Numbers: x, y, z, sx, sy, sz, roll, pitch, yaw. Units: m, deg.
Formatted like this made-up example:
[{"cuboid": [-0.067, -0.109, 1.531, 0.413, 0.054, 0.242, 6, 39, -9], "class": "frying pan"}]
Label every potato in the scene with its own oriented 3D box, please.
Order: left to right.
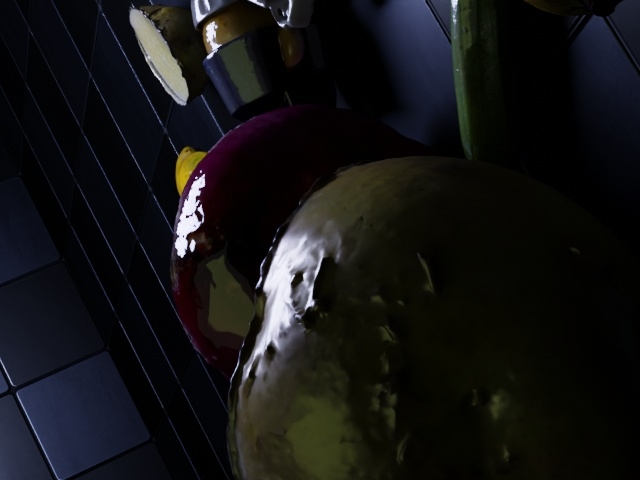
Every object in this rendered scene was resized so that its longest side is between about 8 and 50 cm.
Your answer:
[{"cuboid": [-0.201, -0.282, 2.154, 0.164, 0.081, 0.200, 64, 165, -19], "class": "potato"}, {"cuboid": [0.152, 0.148, 1.320, 0.319, 0.385, 0.442, 4, 129, 52], "class": "potato"}]

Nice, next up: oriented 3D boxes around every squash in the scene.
[{"cuboid": [0.155, -0.160, 1.410, 0.066, 0.066, 0.229, 40, 146, 51], "class": "squash"}]

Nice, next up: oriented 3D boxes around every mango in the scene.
[{"cuboid": [-0.185, -0.091, 2.329, 0.190, 0.075, 0.098, -147, 56, -66], "class": "mango"}]

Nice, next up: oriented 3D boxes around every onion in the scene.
[{"cuboid": [-0.023, 0.032, 1.655, 0.385, 0.348, 0.348, -16, 98, 59], "class": "onion"}]

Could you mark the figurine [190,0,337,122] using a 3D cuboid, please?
[{"cuboid": [-0.078, -0.253, 1.784, 0.308, 0.143, 0.308, 163, 90, -88], "class": "figurine"}]

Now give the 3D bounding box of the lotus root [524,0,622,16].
[{"cuboid": [0.178, -0.257, 1.163, 0.138, 0.138, 0.214, 88, 163, -46], "class": "lotus root"}]
